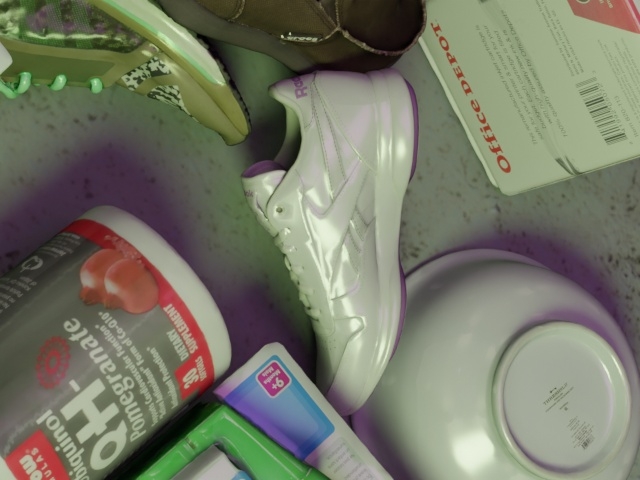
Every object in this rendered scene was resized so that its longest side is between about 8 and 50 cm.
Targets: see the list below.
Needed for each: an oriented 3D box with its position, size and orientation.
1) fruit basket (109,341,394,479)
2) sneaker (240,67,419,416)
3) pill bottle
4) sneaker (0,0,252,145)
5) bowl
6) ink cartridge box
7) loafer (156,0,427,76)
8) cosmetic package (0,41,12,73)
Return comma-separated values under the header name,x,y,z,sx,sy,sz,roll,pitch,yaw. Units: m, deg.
name,x,y,z,sx,sy,sz,roll,pitch,yaw
fruit basket,-0.043,0.313,1.466,0.327,0.165,0.353,-40,90,-13
sneaker,0.000,0.000,1.614,0.152,0.114,0.305,2,97,-14
pill bottle,-0.237,0.130,1.451,0.318,0.176,0.176,-41,101,-24
sneaker,-0.243,-0.178,1.542,0.410,0.158,0.182,34,101,-21
bowl,0.185,0.148,1.678,0.297,0.134,0.298,4,81,-25
ink cartridge box,0.233,-0.175,1.663,0.117,0.283,0.207,-31,97,-30
loafer,0.002,-0.217,1.567,0.366,0.130,0.134,0,70,-59
cosmetic package,-0.387,-0.086,1.293,0.217,0.385,0.156,-41,102,-27
